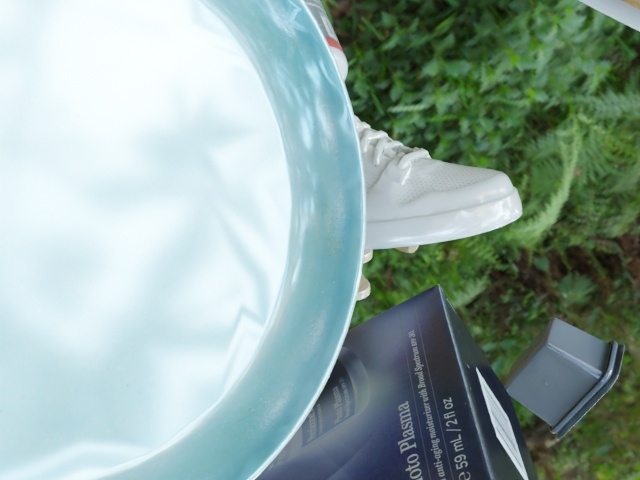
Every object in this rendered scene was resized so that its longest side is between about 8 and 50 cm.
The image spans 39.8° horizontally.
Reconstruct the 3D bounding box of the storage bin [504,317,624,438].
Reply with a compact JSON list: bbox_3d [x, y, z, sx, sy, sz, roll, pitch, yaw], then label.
[{"bbox_3d":[0.295,0.158,1.087,0.098,0.091,0.135,-53,174,-49],"label":"storage bin"}]

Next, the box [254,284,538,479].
[{"bbox_3d":[0.038,0.236,0.814,0.294,0.296,0.182,-29,114,12],"label":"box"}]

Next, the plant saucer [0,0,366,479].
[{"bbox_3d":[-0.106,-0.015,0.407,0.318,0.317,0.044,-9,-175,-41],"label":"plant saucer"}]

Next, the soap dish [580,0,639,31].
[{"bbox_3d":[0.511,-0.388,1.321,0.291,0.229,0.118,-19,139,-49],"label":"soap dish"}]

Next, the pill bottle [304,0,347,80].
[{"bbox_3d":[-0.110,-0.407,1.544,0.210,0.362,0.210,-20,163,-7],"label":"pill bottle"}]

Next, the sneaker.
[{"bbox_3d":[0.021,-0.084,0.758,0.293,0.169,0.108,0,-166,25],"label":"sneaker"}]

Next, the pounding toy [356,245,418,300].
[{"bbox_3d":[0.000,0.000,1.322,0.270,0.154,0.154,-16,123,-30],"label":"pounding toy"}]
